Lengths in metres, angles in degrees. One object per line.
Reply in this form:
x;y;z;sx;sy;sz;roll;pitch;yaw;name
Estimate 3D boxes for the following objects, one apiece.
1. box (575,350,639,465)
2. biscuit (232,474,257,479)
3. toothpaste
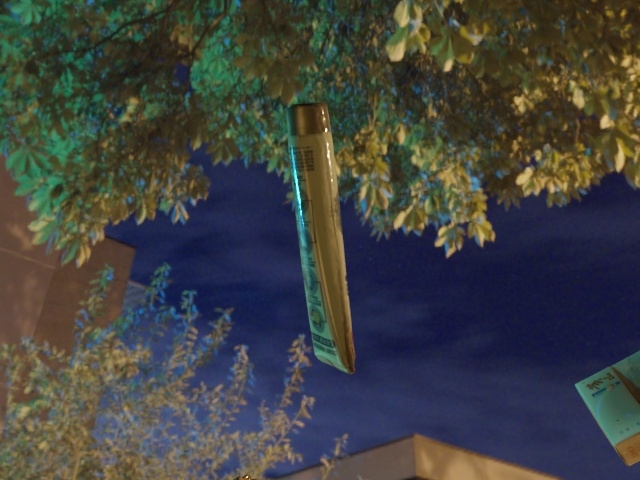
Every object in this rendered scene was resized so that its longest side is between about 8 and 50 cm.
0.559;0.245;0.987;0.233;0.149;0.067;-33;-69;11;box
-0.069;0.381;0.736;0.036;0.187;0.273;-23;-39;5;biscuit
0.000;0.000;0.537;0.039;0.239;0.062;-10;9;-32;toothpaste
